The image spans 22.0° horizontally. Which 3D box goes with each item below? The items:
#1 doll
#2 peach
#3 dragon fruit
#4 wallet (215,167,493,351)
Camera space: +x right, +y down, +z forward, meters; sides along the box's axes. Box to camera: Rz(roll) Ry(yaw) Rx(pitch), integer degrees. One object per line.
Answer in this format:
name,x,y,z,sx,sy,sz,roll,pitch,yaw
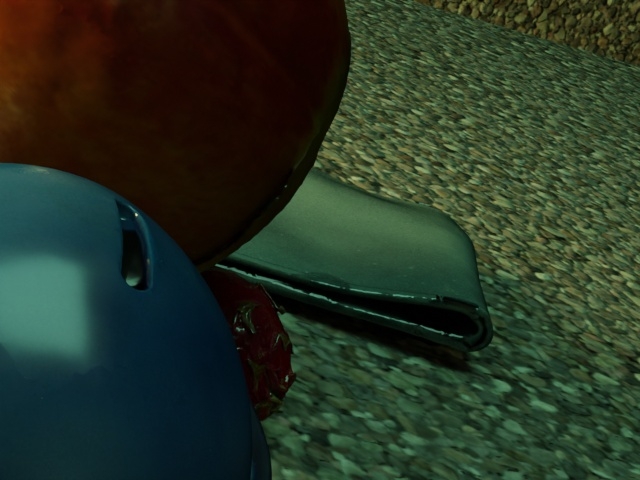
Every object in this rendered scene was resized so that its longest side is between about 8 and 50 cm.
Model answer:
doll,-0.174,0.082,0.659,0.310,0.240,0.284,9,33,-18
peach,-0.167,-0.143,1.005,0.370,0.370,0.370,19,18,-6
dragon fruit,-0.092,0.051,1.063,0.190,0.094,0.094,29,19,39
wallet,0.001,-0.001,1.362,0.290,0.054,0.251,18,17,-4
